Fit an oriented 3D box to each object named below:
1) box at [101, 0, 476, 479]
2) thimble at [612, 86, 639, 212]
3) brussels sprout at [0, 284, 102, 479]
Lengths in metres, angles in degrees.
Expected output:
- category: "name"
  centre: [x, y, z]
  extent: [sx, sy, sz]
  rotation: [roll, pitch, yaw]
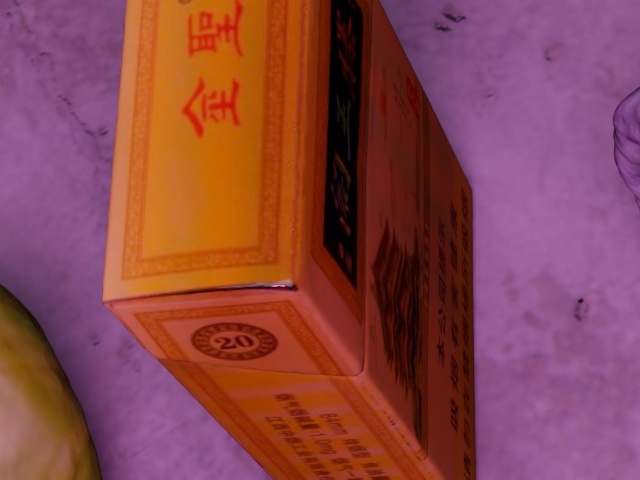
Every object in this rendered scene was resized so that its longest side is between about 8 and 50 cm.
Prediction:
- category: "box"
  centre: [0.000, 0.000, 0.791]
  extent: [0.076, 0.274, 0.174]
  rotation: [-7, 63, 15]
- category: "thimble"
  centre: [0.245, 0.006, 0.763]
  extent: [0.157, 0.217, 0.245]
  rotation: [-34, 75, -4]
- category: "brussels sprout"
  centre: [-0.193, 0.110, 0.828]
  extent: [0.161, 0.223, 0.223]
  rotation: [8, 66, 33]
